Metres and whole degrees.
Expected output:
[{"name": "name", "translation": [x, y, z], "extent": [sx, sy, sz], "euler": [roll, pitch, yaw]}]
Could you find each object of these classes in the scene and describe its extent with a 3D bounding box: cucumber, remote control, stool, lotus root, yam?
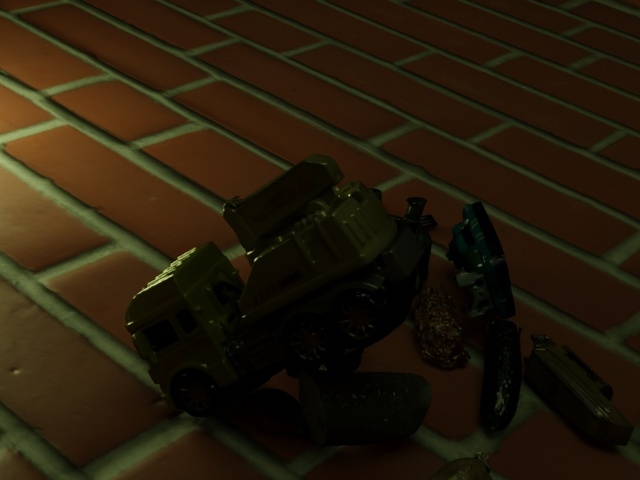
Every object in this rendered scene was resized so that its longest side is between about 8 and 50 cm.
[{"name": "cucumber", "translation": [0.273, 0.197, 1.633], "extent": [0.067, 0.067, 0.245], "euler": [10, 31, 3]}, {"name": "remote control", "translation": [0.174, -0.028, 2.030], "extent": [0.091, 0.016, 0.034], "euler": [-10, 51, -27]}, {"name": "stool", "translation": [0.125, 0.010, 1.830], "extent": [0.153, 0.139, 0.228], "euler": [-9, 30, -29]}, {"name": "lotus root", "translation": [0.181, 0.318, 1.414], "extent": [0.072, 0.063, 0.152], "euler": [19, 35, 35]}, {"name": "yam", "translation": [0.059, 0.227, 1.485], "extent": [0.183, 0.107, 0.107], "euler": [2, 31, -26]}]

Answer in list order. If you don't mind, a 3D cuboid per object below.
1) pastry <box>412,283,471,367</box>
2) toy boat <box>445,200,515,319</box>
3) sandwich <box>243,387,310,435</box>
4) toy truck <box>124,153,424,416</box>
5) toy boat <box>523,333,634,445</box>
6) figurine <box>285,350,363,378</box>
[{"name": "pastry", "translation": [0.190, 0.130, 1.726], "extent": [0.087, 0.063, 0.169], "euler": [5, 30, -11]}, {"name": "toy boat", "translation": [0.254, 0.031, 1.837], "extent": [0.092, 0.134, 0.299], "euler": [-16, 19, 4]}, {"name": "sandwich", "translation": [-0.055, 0.241, 1.515], "extent": [0.069, 0.026, 0.101], "euler": [-10, 36, -31]}, {"name": "toy truck", "translation": [-0.070, 0.062, 1.447], "extent": [0.405, 0.254, 0.180], "euler": [-28, 7, 27]}, {"name": "toy boat", "translation": [0.384, 0.220, 1.623], "extent": [0.088, 0.068, 0.226], "euler": [-4, 32, -31]}, {"name": "figurine", "translation": [-0.013, 0.042, 1.683], "extent": [0.185, 0.204, 0.332], "euler": [2, 32, -16]}]
